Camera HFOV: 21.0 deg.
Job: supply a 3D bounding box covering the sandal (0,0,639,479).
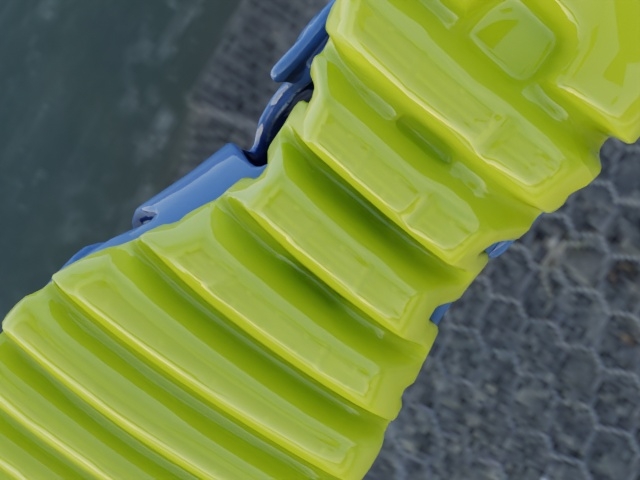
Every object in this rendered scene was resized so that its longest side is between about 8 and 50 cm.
[{"bbox_3d":[0.000,0.000,0.596,0.317,0.126,0.138,-43,6,15],"label":"sandal"}]
